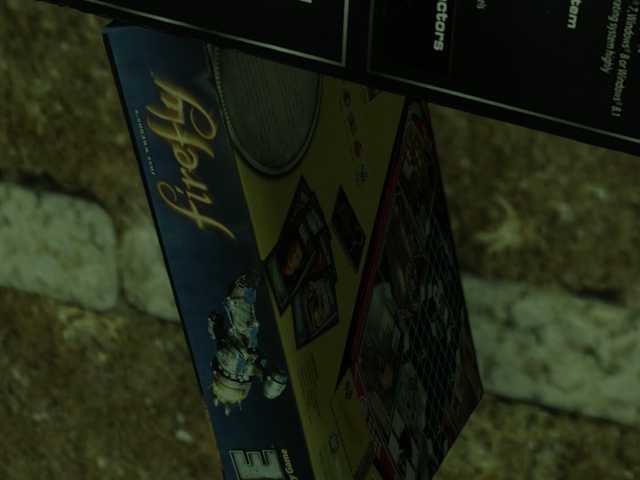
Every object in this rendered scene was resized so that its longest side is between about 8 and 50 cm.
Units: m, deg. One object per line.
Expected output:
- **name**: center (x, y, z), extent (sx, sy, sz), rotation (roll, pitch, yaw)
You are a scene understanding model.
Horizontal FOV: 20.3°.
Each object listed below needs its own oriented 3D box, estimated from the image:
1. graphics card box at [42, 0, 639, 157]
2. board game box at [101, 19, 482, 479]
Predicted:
- **graphics card box**: center (0.090, -0.122, 0.535), extent (0.371, 0.233, 0.094), rotation (16, 127, 18)
- **board game box**: center (0.000, 0.000, 0.707), extent (0.042, 0.165, 0.243), rotation (0, 116, 27)
